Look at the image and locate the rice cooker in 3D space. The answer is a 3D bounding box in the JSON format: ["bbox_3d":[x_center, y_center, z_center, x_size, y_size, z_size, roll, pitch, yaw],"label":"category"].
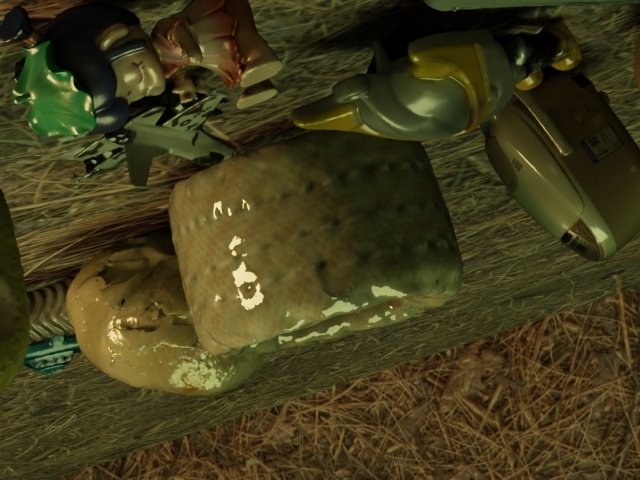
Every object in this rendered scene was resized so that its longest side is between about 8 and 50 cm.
[{"bbox_3d":[0.251,-0.079,1.956,0.127,0.206,0.145,-30,171,-9],"label":"rice cooker"}]

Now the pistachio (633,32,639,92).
[{"bbox_3d":[0.364,-0.173,1.818,0.144,0.144,0.215,-13,163,-8],"label":"pistachio"}]

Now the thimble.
[{"bbox_3d":[0.000,0.000,2.012,0.291,0.195,0.291,-15,174,-2],"label":"thimble"}]

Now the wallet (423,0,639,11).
[{"bbox_3d":[0.226,-0.234,1.414,0.290,0.054,0.251,-4,164,-6],"label":"wallet"}]

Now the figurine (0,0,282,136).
[{"bbox_3d":[-0.137,-0.132,1.441,0.195,0.102,0.111,-15,157,-16],"label":"figurine"}]

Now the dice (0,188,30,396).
[{"bbox_3d":[-0.400,0.044,1.600,0.238,0.233,0.227,-23,166,31],"label":"dice"}]

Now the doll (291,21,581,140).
[{"bbox_3d":[0.112,-0.143,1.703,0.145,0.103,0.316,5,-165,37],"label":"doll"}]

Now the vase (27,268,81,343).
[{"bbox_3d":[-0.379,0.102,2.264,0.237,0.115,0.115,-16,169,-12],"label":"vase"}]

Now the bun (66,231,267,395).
[{"bbox_3d":[-0.166,0.069,2.166,0.239,0.141,0.239,10,-155,-5],"label":"bun"}]

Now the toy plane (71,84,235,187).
[{"bbox_3d":[-0.136,-0.095,1.708,0.160,0.082,0.234,-30,179,21],"label":"toy plane"}]

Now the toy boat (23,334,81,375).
[{"bbox_3d":[-0.302,0.122,2.480,0.299,0.092,0.134,-13,172,-15],"label":"toy boat"}]
